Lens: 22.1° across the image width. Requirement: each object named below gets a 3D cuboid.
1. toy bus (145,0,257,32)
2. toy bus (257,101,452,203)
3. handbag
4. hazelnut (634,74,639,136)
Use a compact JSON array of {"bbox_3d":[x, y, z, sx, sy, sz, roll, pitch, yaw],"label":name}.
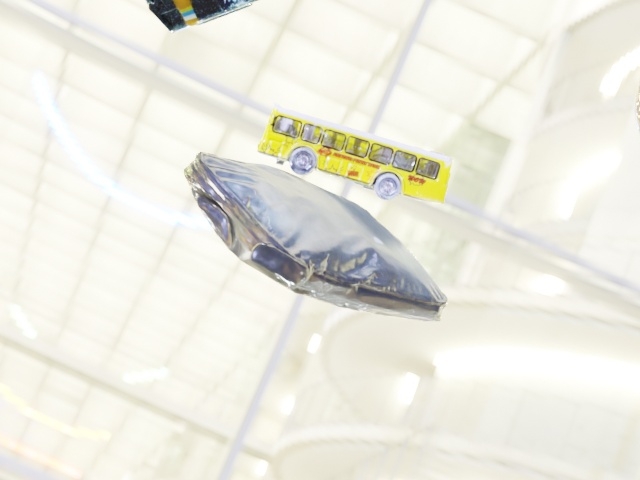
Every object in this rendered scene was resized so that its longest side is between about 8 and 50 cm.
[{"bbox_3d":[-0.098,-0.418,2.168,0.323,0.162,0.194,-18,-63,23],"label":"toy bus"},{"bbox_3d":[0.040,-0.095,1.909,0.226,0.074,0.081,17,4,2],"label":"toy bus"},{"bbox_3d":[-0.002,-0.001,1.683,0.332,0.075,0.191,19,25,-53],"label":"handbag"},{"bbox_3d":[0.540,-0.199,1.872,0.359,0.409,0.359,17,24,-8],"label":"hazelnut"}]
